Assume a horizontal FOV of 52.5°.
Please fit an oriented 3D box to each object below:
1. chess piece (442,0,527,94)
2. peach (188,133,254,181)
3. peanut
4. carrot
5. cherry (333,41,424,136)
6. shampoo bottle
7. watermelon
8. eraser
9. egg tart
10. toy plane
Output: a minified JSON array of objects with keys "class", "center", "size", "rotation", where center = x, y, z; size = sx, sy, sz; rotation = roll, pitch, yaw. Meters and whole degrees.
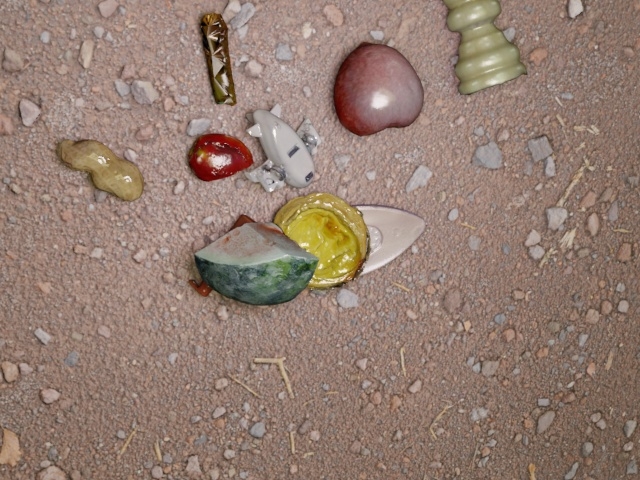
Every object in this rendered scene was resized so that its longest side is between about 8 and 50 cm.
[{"class":"chess piece","center":[0.413,-0.568,1.715],"size":[0.182,0.182,0.330],"rotation":[-20,100,-8]},{"class":"peach","center":[-0.255,-0.211,1.675],"size":[0.172,0.092,0.127],"rotation":[5,97,-11]},{"class":"peanut","center":[-0.543,-0.181,1.622],"size":[0.228,0.085,0.104],"rotation":[37,102,-15]},{"class":"carrot","center":[-0.256,-0.453,1.640],"size":[0.069,0.069,0.228],"rotation":[-10,104,-10]},{"class":"cherry","center":[0.146,-0.391,1.666],"size":[0.240,0.206,0.239],"rotation":[-1,110,-2]},{"class":"shampoo bottle","center":[-0.249,0.045,1.735],"size":[0.085,0.085,0.244],"rotation":[38,93,-17]},{"class":"watermelon","center":[-0.180,0.049,1.660],"size":[0.290,0.320,0.213],"rotation":[12,68,-17]},{"class":"eraser","center":[0.174,-0.020,1.824],"size":[0.244,0.059,0.204],"rotation":[-14,103,-6]},{"class":"egg tart","center":[0.000,0.000,1.758],"size":[0.279,0.095,0.278],"rotation":[1,106,2]},{"class":"toy plane","center":[-0.102,-0.238,1.688],"size":[0.245,0.117,0.244],"rotation":[-5,98,-38]}]
